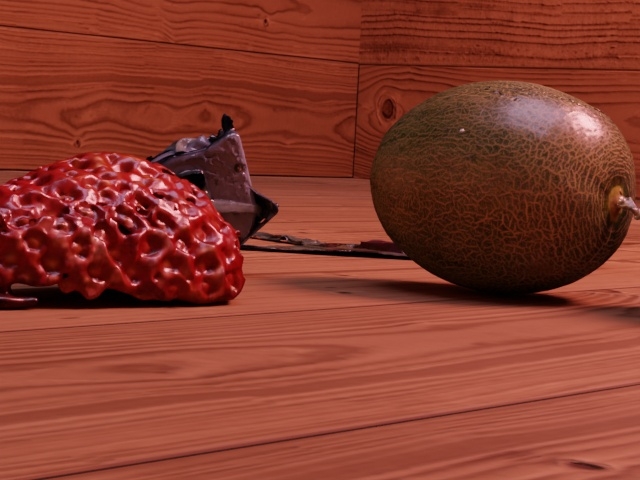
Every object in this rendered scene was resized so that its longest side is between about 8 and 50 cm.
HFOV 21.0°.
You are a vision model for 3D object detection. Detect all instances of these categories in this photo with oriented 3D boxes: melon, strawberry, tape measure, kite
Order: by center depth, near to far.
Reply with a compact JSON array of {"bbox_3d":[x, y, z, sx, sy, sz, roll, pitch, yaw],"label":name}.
[{"bbox_3d":[-0.120,-0.007,0.935,0.121,0.082,0.188,9,4,37],"label":"strawberry"},{"bbox_3d":[0.121,-0.033,1.094,0.192,0.139,0.139,9,7,39],"label":"melon"},{"bbox_3d":[-0.080,-0.023,1.128,0.094,0.091,0.054,-30,14,-6],"label":"tape measure"},{"bbox_3d":[0.000,0.002,1.453,0.229,0.012,0.250,1,3,-39],"label":"kite"}]
